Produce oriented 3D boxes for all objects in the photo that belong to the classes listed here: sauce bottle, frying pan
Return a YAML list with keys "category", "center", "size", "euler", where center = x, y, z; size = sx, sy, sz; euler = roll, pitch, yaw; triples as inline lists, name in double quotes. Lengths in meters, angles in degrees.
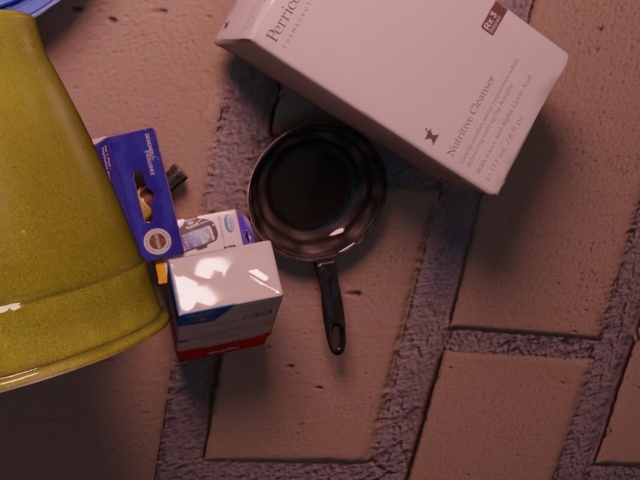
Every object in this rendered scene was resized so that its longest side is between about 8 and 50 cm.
- category: "sauce bottle"
  center: [-0.227, -0.048, 1.346]
  size: [0.128, 0.042, 0.042]
  euler: [-41, 116, 0]
- category: "frying pan"
  center: [0.024, -0.018, 1.428]
  size: [0.197, 0.053, 0.326]
  euler: [-32, 117, -4]

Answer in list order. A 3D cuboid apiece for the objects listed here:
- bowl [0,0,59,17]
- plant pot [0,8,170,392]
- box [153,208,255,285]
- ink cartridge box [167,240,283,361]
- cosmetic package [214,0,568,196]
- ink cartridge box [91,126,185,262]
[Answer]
- category: "bowl"
  center: [-0.417, -0.419, 1.125]
  size: [0.391, 0.077, 0.391]
  euler: [-6, 112, -15]
- category: "plant pot"
  center: [-0.376, -0.043, 1.075]
  size: [0.366, 0.366, 0.353]
  euler: [-14, 98, -12]
- category: "box"
  center: [-0.157, 0.008, 1.378]
  size: [0.136, 0.028, 0.081]
  euler: [-10, 84, -15]
- category: "ink cartridge box"
  center: [-0.131, 0.087, 1.367]
  size: [0.134, 0.231, 0.078]
  euler: [-11, 71, -13]
- category: "cosmetic package"
  center: [0.091, -0.240, 1.291]
  size: [0.385, 0.156, 0.217]
  euler: [27, 89, -26]
- category: "ink cartridge box"
  center: [-0.366, -0.015, 1.279]
  size: [0.371, 0.069, 0.175]
  euler: [-14, 108, -7]
